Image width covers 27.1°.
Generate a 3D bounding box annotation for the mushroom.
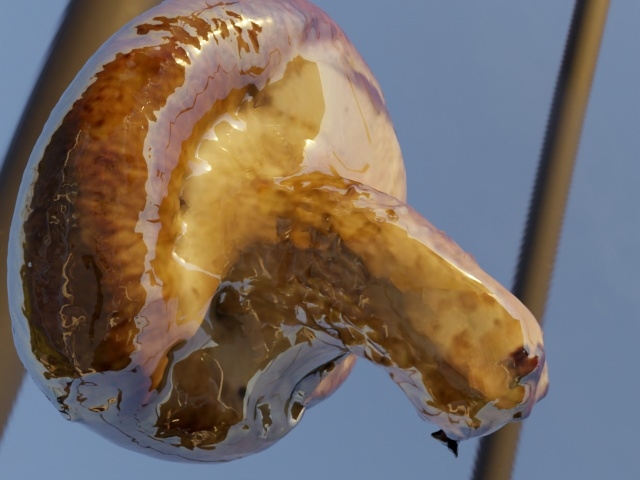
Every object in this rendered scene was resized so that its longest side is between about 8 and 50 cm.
[{"bbox_3d":[-0.023,-0.012,0.710,0.255,0.267,0.267,-9,-100,6],"label":"mushroom"}]
